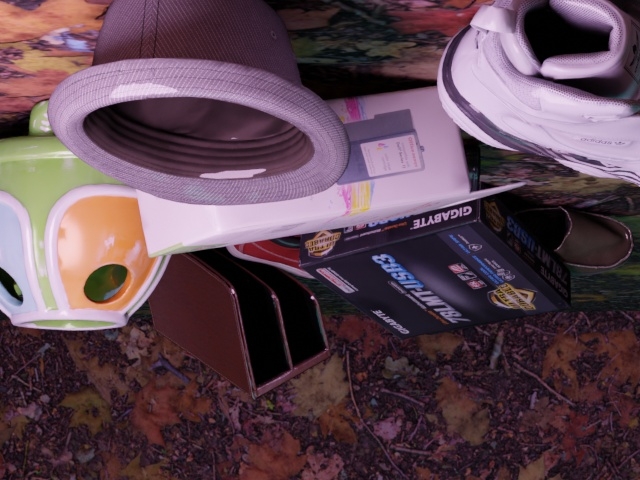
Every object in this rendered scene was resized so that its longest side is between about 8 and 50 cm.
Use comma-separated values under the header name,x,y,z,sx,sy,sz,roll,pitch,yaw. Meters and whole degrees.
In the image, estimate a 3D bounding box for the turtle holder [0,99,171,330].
name,x,y,z,sx,sy,sz,roll,pitch,yaw
turtle holder,-0.305,-0.016,1.727,0.320,0.227,0.243,-5,171,27

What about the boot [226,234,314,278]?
name,x,y,z,sx,sy,sz,roll,pitch,yaw
boot,0.000,0.000,2.324,0.244,0.088,0.176,9,167,-29

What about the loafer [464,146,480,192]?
name,x,y,z,sx,sy,sz,roll,pitch,yaw
loafer,0.156,-0.079,1.871,0.061,0.062,0.170,6,170,-6

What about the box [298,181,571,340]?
name,x,y,z,sx,sy,sz,roll,pitch,yaw
box,0.168,0.040,2.223,0.293,0.073,0.295,-15,146,29

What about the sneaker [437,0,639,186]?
name,x,y,z,sx,sy,sz,roll,pitch,yaw
sneaker,0.277,-0.116,1.225,0.365,0.137,0.210,14,172,3

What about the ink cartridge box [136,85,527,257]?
name,x,y,z,sx,sy,sz,roll,pitch,yaw
ink cartridge box,0.009,-0.075,1.577,0.353,0.119,0.207,-9,177,-26

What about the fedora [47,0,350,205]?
name,x,y,z,sx,sy,sz,roll,pitch,yaw
fedora,-0.098,-0.131,1.296,0.243,0.124,0.275,-6,161,24

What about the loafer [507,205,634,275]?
name,x,y,z,sx,sy,sz,roll,pitch,yaw
loafer,0.356,-0.001,2.267,0.251,0.094,0.087,4,173,-18

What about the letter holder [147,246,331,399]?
name,x,y,z,sx,sy,sz,roll,pitch,yaw
letter holder,-0.146,0.076,2.429,0.152,0.214,0.302,-27,-148,-27
